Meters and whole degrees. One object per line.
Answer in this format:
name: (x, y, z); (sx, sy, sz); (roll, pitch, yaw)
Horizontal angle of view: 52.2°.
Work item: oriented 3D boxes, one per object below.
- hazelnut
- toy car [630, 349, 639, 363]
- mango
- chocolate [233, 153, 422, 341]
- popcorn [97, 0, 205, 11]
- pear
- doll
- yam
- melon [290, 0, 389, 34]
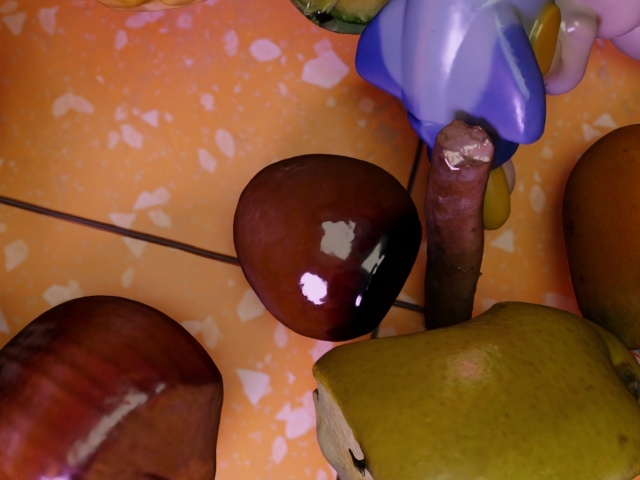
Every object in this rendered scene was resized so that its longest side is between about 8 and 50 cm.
hazelnut: (-0.185, 0.154, 0.549); (0.181, 0.181, 0.212); (32, 82, -33)
toy car: (0.375, 0.037, 0.683); (0.095, 0.056, 0.205); (34, 82, -2)
mango: (0.309, -0.009, 0.621); (0.120, 0.151, 0.221); (23, 59, -33)
chocolate: (0.000, 0.000, 0.595); (0.176, 0.177, 0.177); (1, 85, -8)
popcorn: (-0.116, -0.351, 0.492); (0.344, 0.354, 0.390); (-15, 67, -3)
pear: (0.143, 0.141, 0.547); (0.281, 0.286, 0.176); (-20, 69, -9)
doll: (0.185, -0.195, 0.573); (0.376, 0.187, 0.366); (40, 86, -23)
yam: (0.118, 0.004, 0.579); (0.056, 0.241, 0.057); (-3, 43, 3)
melon: (0.061, -0.324, 0.639); (0.265, 0.129, 0.169); (-51, 56, 10)
